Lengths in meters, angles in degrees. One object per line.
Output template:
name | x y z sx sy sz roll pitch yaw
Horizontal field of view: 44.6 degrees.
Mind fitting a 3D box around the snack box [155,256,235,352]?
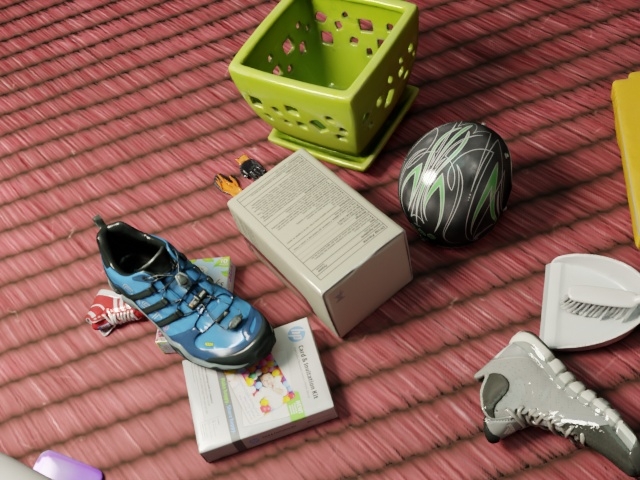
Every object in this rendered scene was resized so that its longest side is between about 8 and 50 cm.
snack box | -0.184 0.095 1.161 0.100 0.037 0.141 -4 54 10

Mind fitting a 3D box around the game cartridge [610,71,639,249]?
game cartridge | 0.587 -0.130 1.128 0.286 0.052 0.323 -2 52 13

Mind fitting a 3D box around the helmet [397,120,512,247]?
helmet | 0.192 -0.085 1.119 0.170 0.161 0.169 -7 53 9

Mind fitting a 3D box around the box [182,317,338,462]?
box | -0.084 0.201 1.059 0.186 0.038 0.145 -18 52 -1

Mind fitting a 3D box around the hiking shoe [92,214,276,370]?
hiking shoe | -0.199 0.076 1.069 0.304 0.132 0.113 25 64 25

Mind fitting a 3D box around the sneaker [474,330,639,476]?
sneaker | 0.270 0.222 0.935 0.132 0.086 0.228 -35 44 -6

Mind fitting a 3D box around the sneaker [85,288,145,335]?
sneaker | -0.300 0.113 1.174 0.119 0.042 0.067 6 52 27

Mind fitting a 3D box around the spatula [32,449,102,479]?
spatula | -0.249 0.346 0.999 0.297 0.030 0.084 10 59 20

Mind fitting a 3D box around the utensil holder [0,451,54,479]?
utensil holder | -0.491 0.357 0.869 0.386 0.327 0.327 16 60 23

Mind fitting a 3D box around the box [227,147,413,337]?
box | 0.000 0.000 1.128 0.149 0.126 0.232 -37 55 -14

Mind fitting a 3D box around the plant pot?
plant pot | 0.023 -0.252 1.256 0.227 0.207 0.228 20 62 27

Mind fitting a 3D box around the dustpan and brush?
dustpan and brush | 0.398 0.078 1.011 0.211 0.060 0.147 4 56 17

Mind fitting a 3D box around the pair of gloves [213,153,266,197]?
pair of gloves | -0.136 -0.107 1.314 0.083 0.010 0.074 -38 53 -17
